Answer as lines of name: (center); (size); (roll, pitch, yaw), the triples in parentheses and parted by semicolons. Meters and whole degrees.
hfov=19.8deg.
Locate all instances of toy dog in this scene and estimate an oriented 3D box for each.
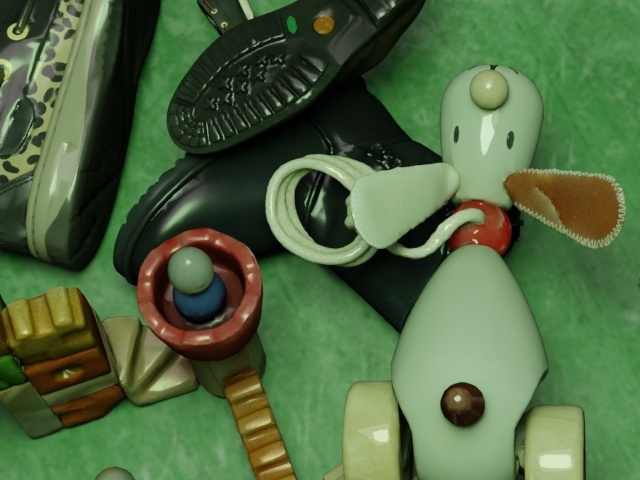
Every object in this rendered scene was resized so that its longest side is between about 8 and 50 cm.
toy dog: (0.092, 0.027, 1.175); (0.220, 0.161, 0.334); (-16, 66, -2)

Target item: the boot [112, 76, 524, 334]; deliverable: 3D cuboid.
boot: (0.000, 0.000, 1.334); (0.246, 0.094, 0.207); (-38, 63, -17)

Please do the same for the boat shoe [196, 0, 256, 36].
boat shoe: (-0.058, -0.145, 1.436); (0.042, 0.049, 0.133); (-26, 63, 0)

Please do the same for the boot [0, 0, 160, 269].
boot: (-0.279, -0.170, 1.427); (0.284, 0.138, 0.377); (6, 73, 9)

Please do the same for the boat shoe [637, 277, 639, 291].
boat shoe: (0.291, 0.062, 1.252); (0.156, 0.136, 0.367); (10, 64, 11)

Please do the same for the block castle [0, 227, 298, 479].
block castle: (-0.215, 0.193, 1.207); (0.453, 0.213, 0.303); (-19, 65, -2)

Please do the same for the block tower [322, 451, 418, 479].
block tower: (0.126, 0.268, 1.201); (0.097, 0.091, 0.335); (-33, 66, -8)

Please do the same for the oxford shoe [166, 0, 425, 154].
oxford shoe: (-0.008, -0.129, 1.328); (0.227, 0.096, 0.083); (-34, 70, -2)
